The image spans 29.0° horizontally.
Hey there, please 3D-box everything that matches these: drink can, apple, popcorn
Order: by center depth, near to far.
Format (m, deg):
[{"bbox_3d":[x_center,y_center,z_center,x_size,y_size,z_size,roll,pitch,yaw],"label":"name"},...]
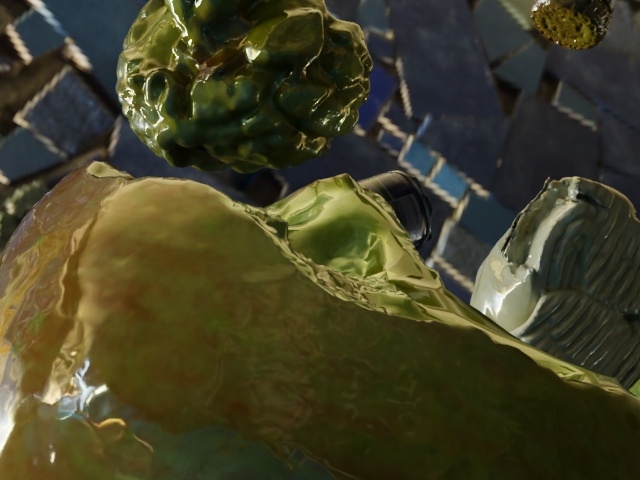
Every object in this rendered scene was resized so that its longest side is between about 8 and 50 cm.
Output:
[{"bbox_3d":[0.004,0.085,0.421,0.226,0.246,0.246,12,146,22],"label":"apple"},{"bbox_3d":[0.000,0.000,1.286,0.097,0.235,0.097,33,133,43],"label":"drink can"},{"bbox_3d":[-0.082,-0.182,1.292,0.258,0.270,0.224,-49,155,19],"label":"popcorn"}]

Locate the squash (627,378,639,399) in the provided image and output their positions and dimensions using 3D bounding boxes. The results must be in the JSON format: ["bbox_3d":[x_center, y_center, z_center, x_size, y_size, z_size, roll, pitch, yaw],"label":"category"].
[{"bbox_3d":[0.326,0.192,1.036,0.093,0.252,0.169,22,104,-10],"label":"squash"}]

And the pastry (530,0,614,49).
[{"bbox_3d":[0.304,-0.279,1.507,0.109,0.057,0.097,38,163,-37],"label":"pastry"}]

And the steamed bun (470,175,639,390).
[{"bbox_3d":[0.353,0.106,1.699,0.347,0.393,0.237,-10,-179,-25],"label":"steamed bun"}]
